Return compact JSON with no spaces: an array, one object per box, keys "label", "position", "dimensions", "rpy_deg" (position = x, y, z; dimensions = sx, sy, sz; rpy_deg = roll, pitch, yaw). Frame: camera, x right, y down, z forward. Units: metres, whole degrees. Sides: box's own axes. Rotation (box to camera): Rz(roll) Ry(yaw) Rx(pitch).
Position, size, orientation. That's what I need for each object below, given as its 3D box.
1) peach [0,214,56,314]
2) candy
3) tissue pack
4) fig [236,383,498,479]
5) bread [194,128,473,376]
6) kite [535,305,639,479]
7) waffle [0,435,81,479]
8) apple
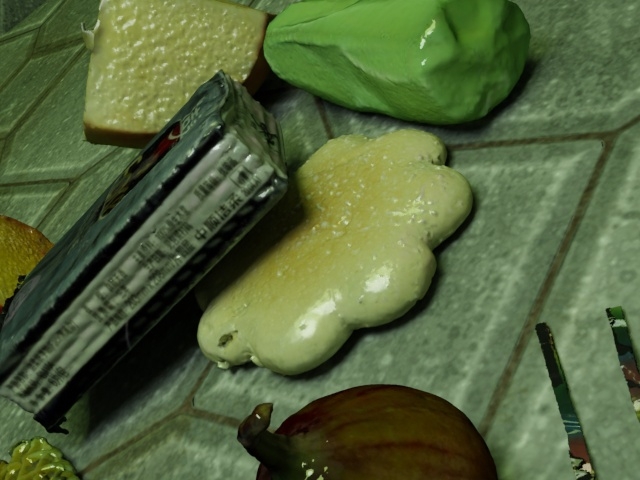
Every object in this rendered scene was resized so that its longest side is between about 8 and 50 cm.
[{"label":"peach","position":[-0.410,0.059,1.063],"dimensions":[0.192,0.190,0.190],"rpy_deg":[-45,33,-13]},{"label":"candy","position":[0.071,-0.213,0.931],"dimensions":[0.343,0.132,0.142],"rpy_deg":[23,84,55]},{"label":"tissue pack","position":[-0.188,-0.003,0.904],"dimensions":[0.361,0.122,0.259],"rpy_deg":[-45,21,13]},{"label":"fig","position":[0.017,0.164,0.521],"dimensions":[0.148,0.202,0.149],"rpy_deg":[-8,80,59]},{"label":"bread","position":[0.000,0.000,0.827],"dimensions":[0.316,0.054,0.316],"rpy_deg":[-29,32,20]},{"label":"kite","position":[0.197,0.132,0.503],"dimensions":[0.152,0.015,0.285],"rpy_deg":[-28,35,19]},{"label":"waffle","position":[-0.304,0.278,0.830],"dimensions":[0.183,0.036,0.169],"rpy_deg":[13,63,54]},{"label":"apple","position":[-0.209,-0.266,1.182],"dimensions":[0.314,0.252,0.309],"rpy_deg":[-33,12,2]}]
